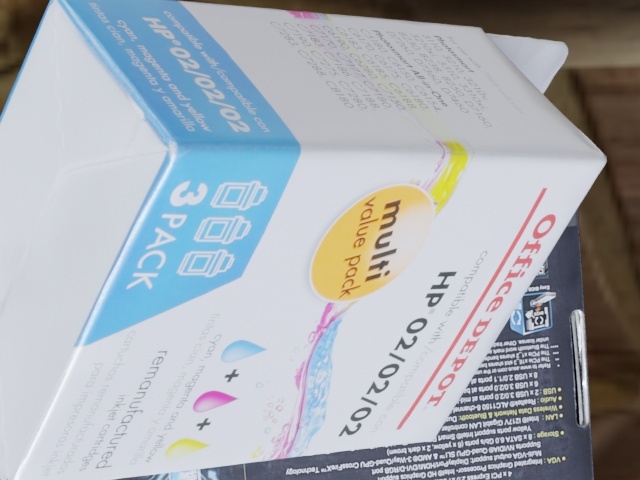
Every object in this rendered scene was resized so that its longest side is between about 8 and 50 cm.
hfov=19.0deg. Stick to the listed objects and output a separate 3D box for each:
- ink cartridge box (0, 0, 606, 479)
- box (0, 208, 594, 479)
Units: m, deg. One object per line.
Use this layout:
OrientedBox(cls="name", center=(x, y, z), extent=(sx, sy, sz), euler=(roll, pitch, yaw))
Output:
OrientedBox(cls="ink cartridge box", center=(0.000, 0.000, 0.495), extent=(0.181, 0.061, 0.104), euler=(-2, -49, -43))
OrientedBox(cls="box", center=(-0.072, 0.124, 0.879), extent=(0.097, 0.395, 0.318), euler=(-132, 36, -82))
